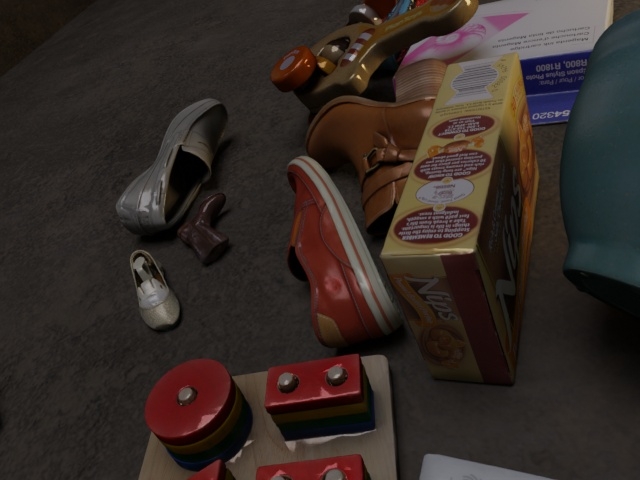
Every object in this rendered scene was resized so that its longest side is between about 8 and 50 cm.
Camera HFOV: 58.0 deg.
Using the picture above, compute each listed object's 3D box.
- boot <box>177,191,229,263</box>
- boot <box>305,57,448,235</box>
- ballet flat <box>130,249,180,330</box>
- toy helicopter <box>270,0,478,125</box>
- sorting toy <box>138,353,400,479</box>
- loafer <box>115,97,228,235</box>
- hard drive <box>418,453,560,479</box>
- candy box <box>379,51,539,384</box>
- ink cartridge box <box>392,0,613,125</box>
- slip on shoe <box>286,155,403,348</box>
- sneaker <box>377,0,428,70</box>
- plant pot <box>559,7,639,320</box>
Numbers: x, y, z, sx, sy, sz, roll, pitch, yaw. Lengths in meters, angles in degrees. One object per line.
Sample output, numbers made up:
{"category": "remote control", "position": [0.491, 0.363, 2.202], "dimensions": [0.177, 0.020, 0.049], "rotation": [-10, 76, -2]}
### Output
{"category": "boot", "position": [-0.166, -0.020, 0.905], "dimensions": [0.106, 0.037, 0.114], "rotation": [-49, 38, -8]}
{"category": "boot", "position": [0.078, -0.102, 0.820], "dimensions": [0.283, 0.109, 0.220], "rotation": [-19, 59, 39]}
{"category": "ballet flat", "position": [-0.249, 0.068, 0.836], "dimensions": [0.057, 0.052, 0.168], "rotation": [-33, 38, -9]}
{"category": "toy helicopter", "position": [0.097, -0.336, 0.965], "dimensions": [0.355, 0.140, 0.235], "rotation": [-13, 46, 39]}
{"category": "sorting toy", "position": [-0.063, 0.209, 0.513], "dimensions": [0.256, 0.089, 0.257], "rotation": [-11, 40, 11]}
{"category": "loafer", "position": [-0.236, -0.136, 1.034], "dimensions": [0.111, 0.112, 0.319], "rotation": [5, 54, 27]}
{"category": "hard drive", "position": [0.132, 0.294, 0.331], "dimensions": [0.203, 0.040, 0.307], "rotation": [6, 47, 19]}
{"category": "candy box", "position": [0.165, -0.035, 0.608], "dimensions": [0.088, 0.183, 0.316], "rotation": [-3, 43, 30]}
{"category": "ink cartridge box", "position": [0.293, -0.301, 0.945], "dimensions": [0.324, 0.071, 0.330], "rotation": [0, 43, 29]}
{"category": "slip on shoe", "position": [0.000, 0.000, 0.726], "dimensions": [0.101, 0.123, 0.331], "rotation": [-28, 42, 5]}
{"category": "sneaker", "position": [0.144, -0.434, 1.160], "dimensions": [0.125, 0.104, 0.262], "rotation": [-1, 44, 33]}
{"category": "plant pot", "position": [0.317, -0.021, 0.459], "dimensions": [0.293, 0.293, 0.196], "rotation": [27, 89, 47]}
